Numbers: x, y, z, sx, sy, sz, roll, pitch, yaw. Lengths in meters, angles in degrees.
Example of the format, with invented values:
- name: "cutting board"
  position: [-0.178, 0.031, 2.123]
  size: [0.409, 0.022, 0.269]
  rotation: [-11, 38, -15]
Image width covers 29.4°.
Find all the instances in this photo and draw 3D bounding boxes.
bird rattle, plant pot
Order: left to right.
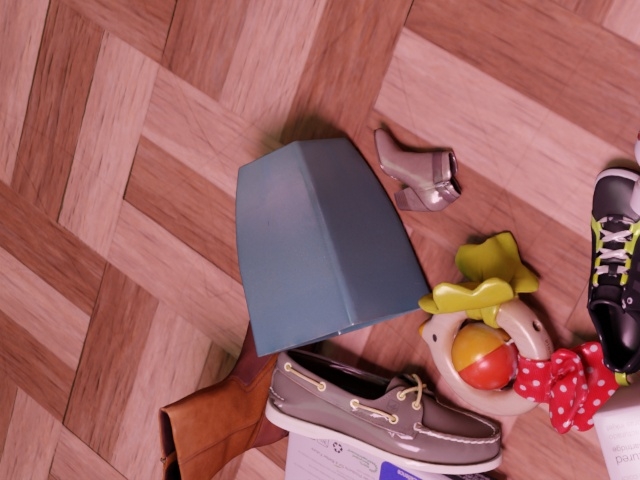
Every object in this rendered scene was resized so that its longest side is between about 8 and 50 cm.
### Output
- name: "plant pot"
  position: [0.000, 0.000, 1.503]
  size: [0.165, 0.166, 0.234]
  rotation: [-22, 82, 39]
- name: "bird rattle"
  position: [0.222, 0.125, 1.427]
  size: [0.253, 0.143, 0.207]
  rotation: [48, 139, -2]

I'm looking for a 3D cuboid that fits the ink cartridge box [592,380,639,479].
- name: "ink cartridge box"
  position: [0.437, 0.288, 1.255]
  size: [0.226, 0.131, 0.306]
  rotation: [-16, 89, 28]

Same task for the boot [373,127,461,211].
- name: "boot"
  position: [0.119, -0.090, 1.460]
  size: [0.087, 0.042, 0.118]
  rotation: [-18, 94, 33]

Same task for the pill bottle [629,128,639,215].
- name: "pill bottle"
  position: [0.382, -0.120, 1.200]
  size: [0.121, 0.121, 0.216]
  rotation: [28, 120, 27]

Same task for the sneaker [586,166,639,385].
- name: "sneaker"
  position: [0.328, 0.040, 1.305]
  size: [0.084, 0.097, 0.234]
  rotation: [-3, 103, 37]

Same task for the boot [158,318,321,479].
- name: "boot"
  position: [-0.117, 0.171, 1.559]
  size: [0.096, 0.280, 0.264]
  rotation: [21, 116, 30]

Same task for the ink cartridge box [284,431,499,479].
- name: "ink cartridge box"
  position: [0.082, 0.387, 1.617]
  size: [0.304, 0.072, 0.307]
  rotation: [23, 125, 28]

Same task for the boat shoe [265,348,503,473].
- name: "boat shoe"
  position: [0.080, 0.209, 1.510]
  size: [0.305, 0.109, 0.091]
  rotation: [13, 108, 14]
